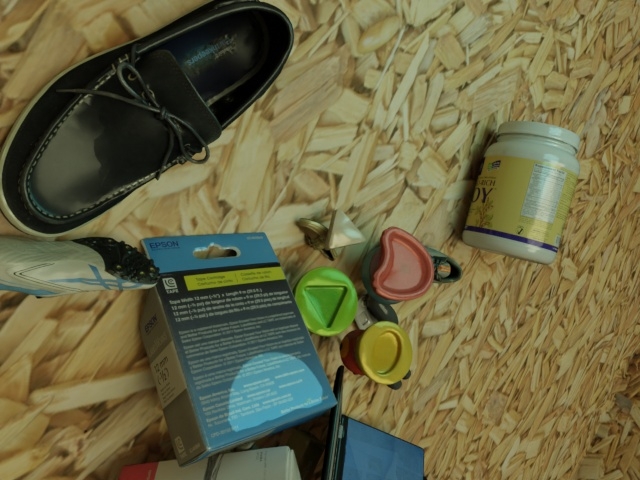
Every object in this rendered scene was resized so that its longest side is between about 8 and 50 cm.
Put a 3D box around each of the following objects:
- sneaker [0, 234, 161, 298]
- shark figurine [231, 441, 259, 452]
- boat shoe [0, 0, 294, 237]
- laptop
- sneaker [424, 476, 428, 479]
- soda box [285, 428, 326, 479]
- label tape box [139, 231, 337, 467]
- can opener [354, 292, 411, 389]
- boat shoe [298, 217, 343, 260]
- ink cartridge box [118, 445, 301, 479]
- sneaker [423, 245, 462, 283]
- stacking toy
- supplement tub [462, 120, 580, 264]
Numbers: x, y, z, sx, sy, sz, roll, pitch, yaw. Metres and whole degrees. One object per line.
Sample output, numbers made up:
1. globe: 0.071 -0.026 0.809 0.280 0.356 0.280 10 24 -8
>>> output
1. sneaker: -0.351 0.044 0.730 0.237 0.085 0.086 8 128 -31
2. shark figurine: -0.114 0.349 0.999 0.116 0.166 0.278 64 29 -5
3. boat shoe: -0.230 -0.194 0.729 0.500 0.156 0.186 -45 128 -22
4. laptop: 0.120 0.531 1.049 0.407 0.237 0.381 89 9 -50
5. sneaker: 0.210 0.686 1.395 0.221 0.083 0.087 16 98 -39
6. soda box: -0.062 0.511 1.121 0.058 0.061 0.181 33 79 -40
7. label tape box: -0.155 0.160 0.868 0.249 0.347 0.115 -4 149 -42
8. can opener: 0.157 0.244 1.217 0.076 0.095 0.283 -40 118 -26
9. boat shoe: 0.000 0.000 1.048 0.135 0.050 0.045 37 71 -40
10. ink cartridge box: -0.172 0.461 0.852 0.283 0.117 0.207 -8 124 2
11. sneaker: 0.242 0.050 1.235 0.272 0.108 0.100 11 96 -41
12. stacking toy: 0.072 0.110 1.059 0.280 0.130 0.308 30 68 -16
13. supplement tub: 0.528 -0.121 1.347 0.241 0.241 0.331 13 92 -42
